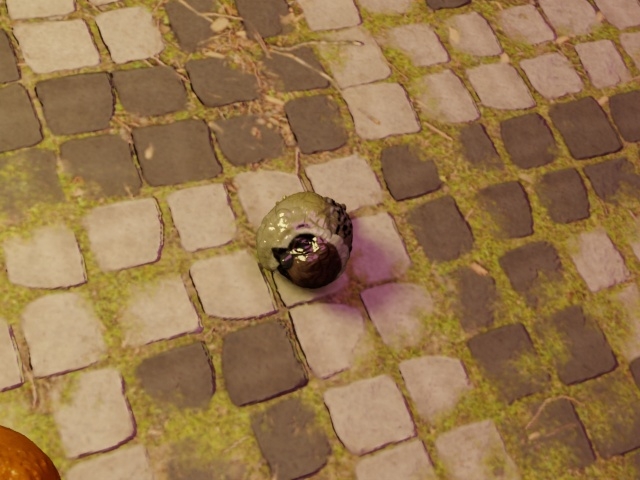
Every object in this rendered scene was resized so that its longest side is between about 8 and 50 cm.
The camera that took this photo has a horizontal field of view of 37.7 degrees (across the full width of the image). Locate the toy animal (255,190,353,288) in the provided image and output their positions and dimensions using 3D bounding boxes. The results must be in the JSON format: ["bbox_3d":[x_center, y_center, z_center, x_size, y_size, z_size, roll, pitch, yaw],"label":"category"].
[{"bbox_3d":[0.000,0.000,0.945,0.137,0.098,0.098,-13,63,-45],"label":"toy animal"}]

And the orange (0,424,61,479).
[{"bbox_3d":[-0.281,0.227,0.696,0.193,0.161,0.193,7,66,-16],"label":"orange"}]
